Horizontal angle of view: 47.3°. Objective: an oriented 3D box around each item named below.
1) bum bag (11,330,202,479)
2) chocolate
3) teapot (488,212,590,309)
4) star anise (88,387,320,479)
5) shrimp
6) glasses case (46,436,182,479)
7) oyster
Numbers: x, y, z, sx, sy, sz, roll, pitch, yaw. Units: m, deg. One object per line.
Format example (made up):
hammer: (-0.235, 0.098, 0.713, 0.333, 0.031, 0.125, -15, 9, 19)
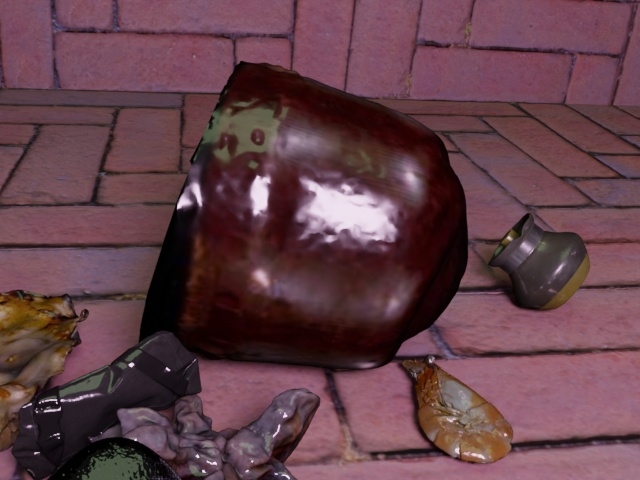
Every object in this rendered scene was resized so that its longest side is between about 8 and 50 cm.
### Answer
bum bag: (-0.202, 0.158, 0.713, 0.198, 0.087, 0.049, -26, 26, -31)
chocolate: (0.000, 0.000, 0.882, 0.331, 0.383, 0.383, 20, 24, -7)
teapot: (0.314, 0.032, 1.070, 0.119, 0.130, 0.165, 39, -3, 4)
star anise: (-0.089, 0.215, 0.624, 0.212, 0.129, 0.282, 9, 30, -24)
shrimp: (0.142, 0.180, 0.814, 0.091, 0.043, 0.184, -8, 28, -17)
glasses case: (-0.195, 0.246, 0.469, 0.103, 0.067, 0.267, 41, 64, 9)
oyster: (-0.354, 0.140, 0.761, 0.221, 0.096, 0.361, 1, 25, -20)
